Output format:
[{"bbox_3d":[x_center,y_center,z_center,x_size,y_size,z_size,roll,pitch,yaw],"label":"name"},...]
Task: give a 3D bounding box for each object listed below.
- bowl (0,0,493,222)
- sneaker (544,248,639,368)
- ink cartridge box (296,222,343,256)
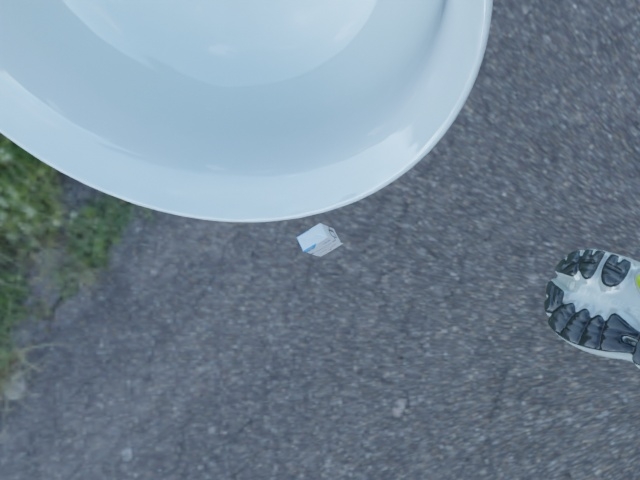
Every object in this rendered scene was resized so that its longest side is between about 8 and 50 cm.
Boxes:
[{"bbox_3d":[-0.059,-0.158,0.456,0.298,0.298,0.134,-11,41,27],"label":"bowl"},{"bbox_3d":[0.310,0.077,0.730,0.279,0.118,0.107,36,110,48],"label":"sneaker"},{"bbox_3d":[0.000,0.000,1.546,0.048,0.083,0.028,-30,74,13],"label":"ink cartridge box"}]
